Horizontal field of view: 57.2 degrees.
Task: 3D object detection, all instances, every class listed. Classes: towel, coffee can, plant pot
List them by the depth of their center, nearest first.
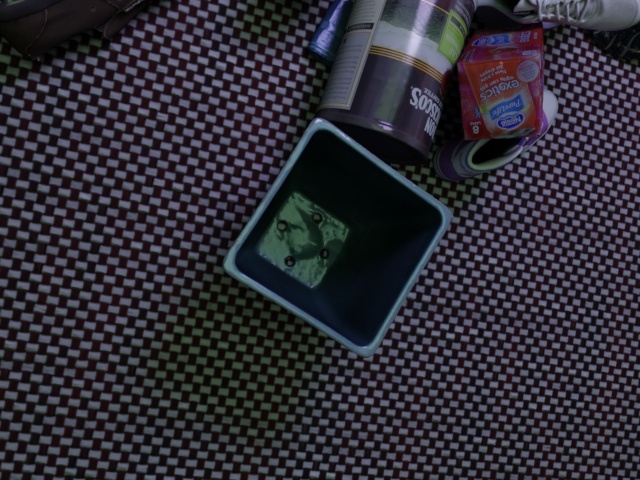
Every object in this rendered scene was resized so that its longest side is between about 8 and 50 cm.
[{"bbox_3d":[0.000,0.000,0.920,0.247,0.252,0.247,33,81,-12],"label":"plant pot"},{"bbox_3d":[0.121,-0.288,0.973,0.201,0.201,0.276,19,88,-14],"label":"coffee can"},{"bbox_3d":[0.029,-0.371,1.044,0.067,0.029,0.120,30,83,-13],"label":"towel"}]

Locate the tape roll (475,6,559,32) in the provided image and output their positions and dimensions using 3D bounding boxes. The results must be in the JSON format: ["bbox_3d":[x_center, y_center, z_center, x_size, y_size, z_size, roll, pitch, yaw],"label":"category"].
[{"bbox_3d":[0.392,-0.500,1.119,0.219,0.072,0.220,0,90,-16],"label":"tape roll"}]

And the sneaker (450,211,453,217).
[{"bbox_3d":[0.178,0.004,1.065,0.152,0.058,0.085,-18,89,-10],"label":"sneaker"}]

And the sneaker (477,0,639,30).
[{"bbox_3d":[0.385,-0.400,0.976,0.291,0.110,0.118,19,52,13],"label":"sneaker"}]

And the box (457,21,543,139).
[{"bbox_3d":[0.308,-0.272,0.983,0.122,0.257,0.128,-1,119,22],"label":"box"}]

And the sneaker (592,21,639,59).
[{"bbox_3d":[0.664,-0.433,1.190,0.282,0.110,0.122,20,67,-16],"label":"sneaker"}]

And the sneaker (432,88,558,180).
[{"bbox_3d":[0.355,-0.194,1.062,0.282,0.161,0.102,-36,99,-13],"label":"sneaker"}]

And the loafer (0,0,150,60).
[{"bbox_3d":[-0.341,-0.395,0.914,0.365,0.130,0.134,-30,63,-22],"label":"loafer"}]
